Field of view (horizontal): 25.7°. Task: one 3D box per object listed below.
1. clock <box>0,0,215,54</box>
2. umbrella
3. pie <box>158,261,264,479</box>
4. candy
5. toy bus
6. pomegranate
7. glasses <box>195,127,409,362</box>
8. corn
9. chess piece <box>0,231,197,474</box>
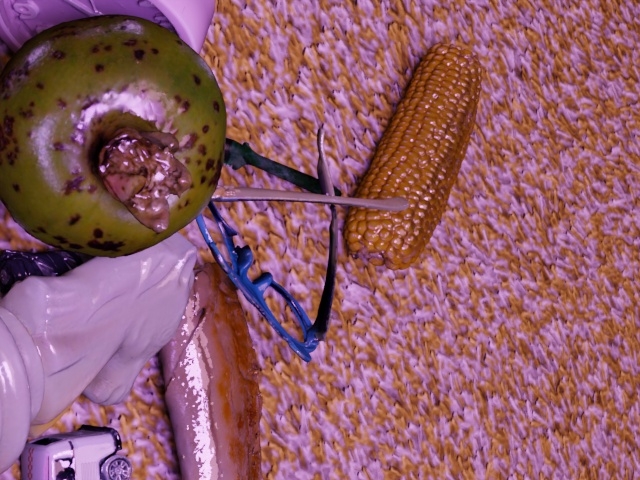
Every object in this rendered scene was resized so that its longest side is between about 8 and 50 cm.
[{"bbox_3d":[-0.198,-0.212,1.260,0.197,0.197,0.068,36,54,-33],"label":"clock"},{"bbox_3d":[-0.216,0.026,1.328,0.188,0.050,0.046,-5,112,-42],"label":"umbrella"},{"bbox_3d":[-0.104,0.164,1.395,0.129,0.068,0.282,-3,81,-62],"label":"pie"},{"bbox_3d":[-0.080,-0.086,1.449,0.323,0.097,0.097,22,72,-46],"label":"candy"},{"bbox_3d":[-0.224,0.268,1.279,0.089,0.087,0.193,-2,88,-35],"label":"toy bus"},{"bbox_3d":[-0.173,-0.083,1.167,0.211,0.263,0.211,-4,104,-17],"label":"pomegranate"},{"bbox_3d":[-0.022,-0.009,1.440,0.207,0.102,0.239,-47,127,-17],"label":"glasses"},{"bbox_3d":[0.111,-0.087,1.596,0.101,0.101,0.310,43,57,-30],"label":"corn"},{"bbox_3d":[-0.233,0.093,1.241,0.298,0.176,0.175,-20,100,-46],"label":"chess piece"}]
